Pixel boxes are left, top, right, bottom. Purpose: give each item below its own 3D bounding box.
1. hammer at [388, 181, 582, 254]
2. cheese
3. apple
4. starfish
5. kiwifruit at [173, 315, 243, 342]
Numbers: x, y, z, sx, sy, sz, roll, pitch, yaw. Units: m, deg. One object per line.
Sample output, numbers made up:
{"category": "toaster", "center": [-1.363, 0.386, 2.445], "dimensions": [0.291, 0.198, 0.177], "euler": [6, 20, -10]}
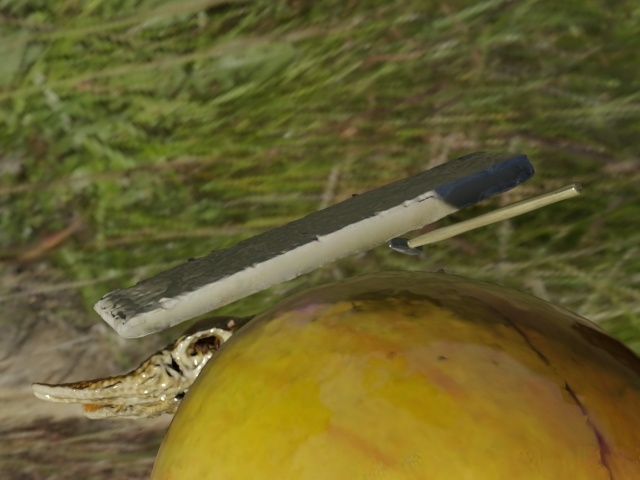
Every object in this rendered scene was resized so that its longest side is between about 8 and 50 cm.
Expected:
{"category": "hammer", "center": [0.158, -0.021, 1.650], "dimensions": [0.062, 0.199, 0.013], "euler": [12, 63, -58]}
{"category": "cheese", "center": [0.000, -0.002, 1.483], "dimensions": [0.400, 0.085, 0.034], "euler": [-22, 106, -17]}
{"category": "apple", "center": [0.058, 0.148, 0.795], "dimensions": [0.286, 0.233, 0.286], "euler": [-17, 118, -37]}
{"category": "starfish", "center": [-0.038, 0.070, 0.980], "dimensions": [0.247, 0.138, 0.050], "euler": [-13, 82, 9]}
{"category": "kiwifruit", "center": [-0.034, 0.087, 1.069], "dimensions": [0.124, 0.075, 0.075], "euler": [20, 65, -8]}
